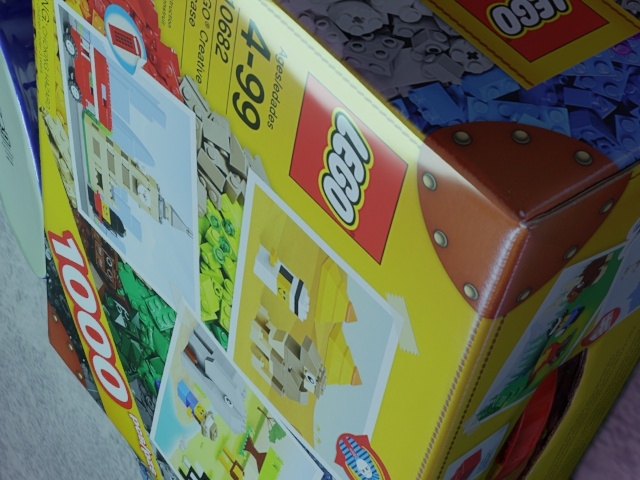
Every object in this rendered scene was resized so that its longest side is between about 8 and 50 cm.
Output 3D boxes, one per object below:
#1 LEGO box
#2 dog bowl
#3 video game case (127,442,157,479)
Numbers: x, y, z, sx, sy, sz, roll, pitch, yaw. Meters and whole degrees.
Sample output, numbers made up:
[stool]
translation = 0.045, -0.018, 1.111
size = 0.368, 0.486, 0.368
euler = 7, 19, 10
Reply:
[LEGO box]
translation = 0.000, 0.000, 0.786
size = 0.372, 0.193, 0.500
euler = 45, 147, 26
[dog bowl]
translation = -0.219, -0.105, 1.061
size = 0.265, 0.104, 0.265
euler = 50, 149, 46
[video game case]
translation = -0.143, 0.164, 1.306
size = 0.329, 0.036, 0.300
euler = 2, 116, 55
